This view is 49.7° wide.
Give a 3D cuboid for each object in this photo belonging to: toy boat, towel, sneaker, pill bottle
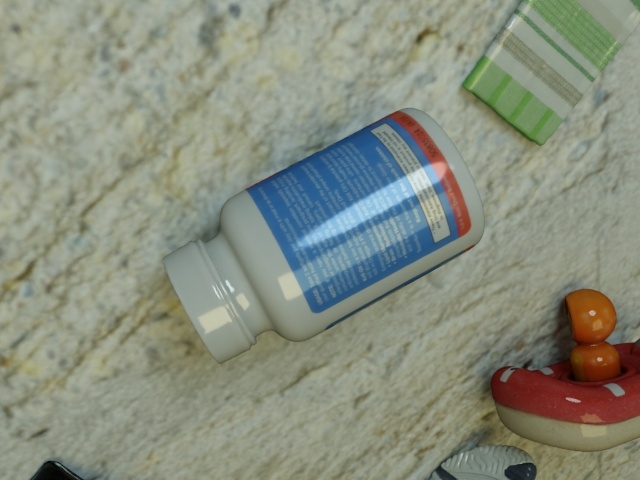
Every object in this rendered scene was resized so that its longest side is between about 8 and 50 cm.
[{"bbox_3d":[0.292,0.127,0.741,0.231,0.151,0.151,-13,92,-18],"label":"toy boat"},{"bbox_3d":[0.199,-0.168,0.586,0.113,0.023,0.152,28,106,-31],"label":"towel"},{"bbox_3d":[0.185,0.345,0.826,0.235,0.094,0.153,-48,127,7],"label":"sneaker"},{"bbox_3d":[0.000,0.000,0.525,0.221,0.124,0.124,-28,125,-8],"label":"pill bottle"}]

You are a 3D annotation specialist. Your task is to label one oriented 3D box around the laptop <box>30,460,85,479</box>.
[{"bbox_3d":[-0.196,0.441,0.755,0.382,0.236,0.408,-49,154,9],"label":"laptop"}]
